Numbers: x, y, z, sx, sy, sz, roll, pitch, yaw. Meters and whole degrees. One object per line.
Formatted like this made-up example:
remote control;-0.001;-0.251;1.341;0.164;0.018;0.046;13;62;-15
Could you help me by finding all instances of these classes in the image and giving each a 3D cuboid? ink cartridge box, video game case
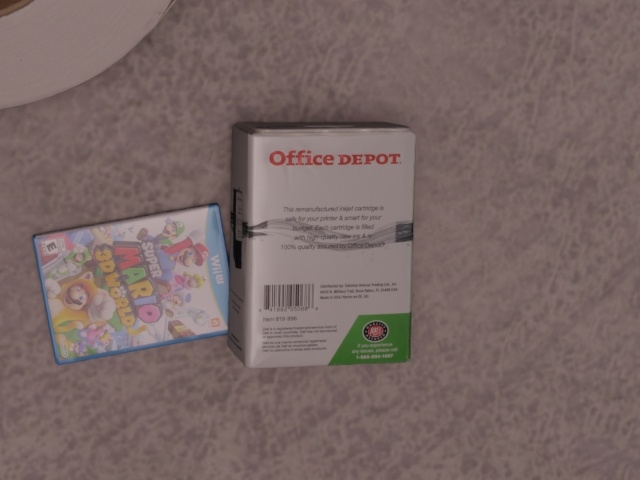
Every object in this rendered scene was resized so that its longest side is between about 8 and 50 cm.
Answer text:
ink cartridge box;0.000;0.000;1.643;0.153;0.087;0.208;0;100;-15
video game case;-0.163;0.039;1.669;0.166;0.015;0.119;-10;101;-7

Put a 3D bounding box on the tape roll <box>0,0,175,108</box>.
tape roll;-0.291;-0.270;1.468;0.392;0.072;0.392;-4;133;-5
